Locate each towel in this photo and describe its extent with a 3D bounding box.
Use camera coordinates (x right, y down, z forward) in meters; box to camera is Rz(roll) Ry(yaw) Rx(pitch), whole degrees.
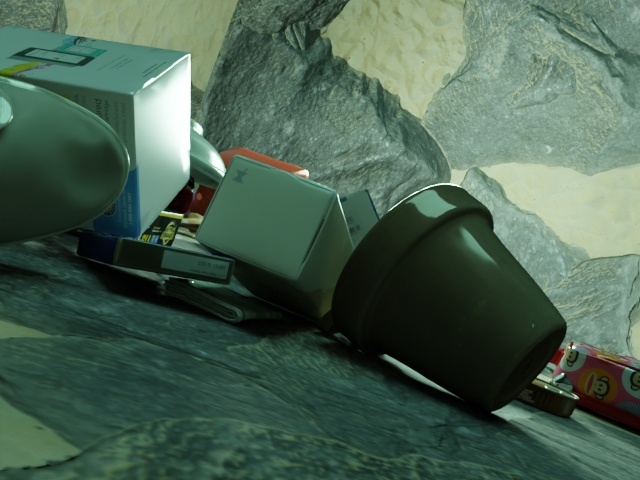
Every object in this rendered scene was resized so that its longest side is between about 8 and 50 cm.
[{"bbox_3d":[-0.122,0.081,0.911,0.113,0.023,0.152,23,0,18],"label":"towel"}]

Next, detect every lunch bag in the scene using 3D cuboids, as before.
[{"bbox_3d":[0.542,0.260,1.331,0.258,0.120,0.293,21,2,24],"label":"lunch bag"}]

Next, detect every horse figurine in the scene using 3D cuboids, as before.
[{"bbox_3d":[-0.260,-0.024,1.788,0.263,0.066,0.174,18,-4,-10],"label":"horse figurine"}]

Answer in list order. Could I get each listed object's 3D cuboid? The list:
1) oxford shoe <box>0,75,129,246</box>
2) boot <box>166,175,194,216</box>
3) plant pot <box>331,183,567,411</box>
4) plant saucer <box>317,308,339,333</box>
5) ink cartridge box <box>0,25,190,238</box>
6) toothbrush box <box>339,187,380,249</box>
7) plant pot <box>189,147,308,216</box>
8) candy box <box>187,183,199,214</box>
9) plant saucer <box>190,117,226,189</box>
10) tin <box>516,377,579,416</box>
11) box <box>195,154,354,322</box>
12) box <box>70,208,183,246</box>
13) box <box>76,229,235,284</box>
[{"bbox_3d":[-0.334,-0.065,0.563,0.130,0.169,0.449,18,7,36],"label":"oxford shoe"},{"bbox_3d":[-0.402,-0.118,1.479,0.284,0.138,0.377,21,-10,11],"label":"boot"},{"bbox_3d":[0.183,0.093,0.924,0.229,0.263,0.263,42,13,30],"label":"plant pot"},{"bbox_3d":[0.035,0.110,1.009,0.083,0.083,0.015,18,36,-58],"label":"plant saucer"},{"bbox_3d":[-0.334,-0.152,0.946,0.270,0.198,0.197,10,30,7],"label":"ink cartridge box"},{"bbox_3d":[0.000,0.000,1.335,0.216,0.126,0.295,-22,2,0],"label":"toothbrush box"},{"bbox_3d":[-0.231,-0.109,2.024,0.267,0.267,0.236,21,14,26],"label":"plant pot"},{"bbox_3d":[-0.403,-0.151,1.875,0.070,0.196,0.165,21,2,32],"label":"candy box"},{"bbox_3d":[-0.353,-0.223,1.434,0.400,0.100,0.400,22,-4,2],"label":"plant saucer"},{"bbox_3d":[0.308,0.225,1.117,0.189,0.040,0.106,21,6,11],"label":"tin"},{"bbox_3d":[-0.045,0.013,0.975,0.148,0.121,0.311,21,-12,15],"label":"box"},{"bbox_3d":[-0.420,-0.071,1.185,0.322,0.079,0.257,21,0,6],"label":"box"},{"bbox_3d":[-0.215,0.019,0.879,0.136,0.036,0.225,13,-3,-31],"label":"box"}]
